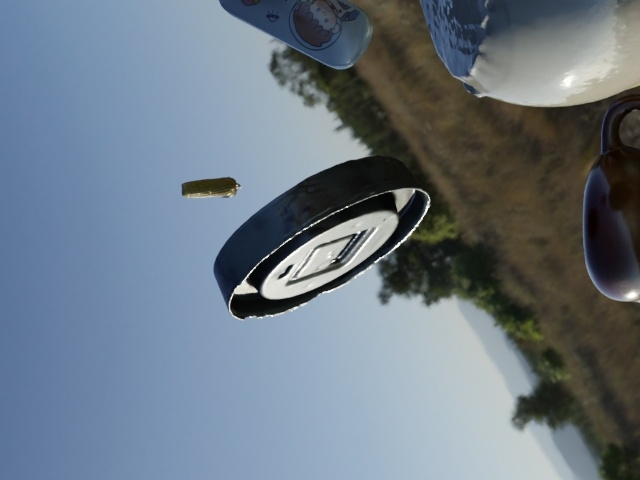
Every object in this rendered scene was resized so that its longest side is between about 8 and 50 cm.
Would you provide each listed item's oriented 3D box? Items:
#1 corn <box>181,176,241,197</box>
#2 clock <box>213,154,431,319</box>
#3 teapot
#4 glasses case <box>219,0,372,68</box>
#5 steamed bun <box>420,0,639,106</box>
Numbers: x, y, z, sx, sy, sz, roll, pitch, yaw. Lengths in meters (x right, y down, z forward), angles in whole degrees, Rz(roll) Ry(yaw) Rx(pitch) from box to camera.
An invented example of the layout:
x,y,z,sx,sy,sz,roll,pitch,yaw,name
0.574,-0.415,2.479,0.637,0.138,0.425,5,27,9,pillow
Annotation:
x,y,z,sx,sy,sz,roll,pitch,yaw,name
-0.149,-0.071,1.311,0.027,0.083,0.028,-123,32,-54,corn
0.000,0.000,1.147,0.055,0.280,0.280,60,-176,18,clock
0.369,-0.039,1.087,0.178,0.135,0.252,-36,-56,-68,teapot
-0.028,-0.238,0.997,0.178,0.067,0.045,31,-173,18,glasses case
0.237,-0.265,0.806,0.309,0.309,0.309,59,-176,-6,steamed bun
